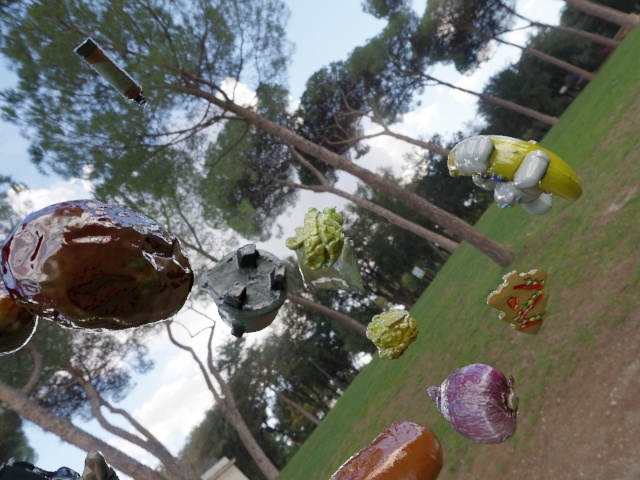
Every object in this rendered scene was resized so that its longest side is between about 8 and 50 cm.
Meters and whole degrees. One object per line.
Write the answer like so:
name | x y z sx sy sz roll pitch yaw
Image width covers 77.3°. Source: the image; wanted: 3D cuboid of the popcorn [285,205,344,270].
popcorn | 0.000 0.000 0.969 0.162 0.136 0.141 -29 -53 -33

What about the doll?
doll | 0.354 -0.118 0.744 0.252 0.238 0.110 28 -98 -80

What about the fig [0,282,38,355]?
fig | -0.662 0.178 0.807 0.150 0.201 0.148 4 -37 -34

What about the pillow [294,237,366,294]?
pillow | 0.022 0.084 1.299 0.075 0.184 0.303 -24 12 -37

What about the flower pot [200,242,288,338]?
flower pot | -0.267 0.171 1.412 0.299 0.299 0.282 -43 -15 -34

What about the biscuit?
biscuit | 0.648 0.205 1.276 0.212 0.238 0.041 -29 12 -4

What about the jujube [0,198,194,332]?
jujube | -0.443 0.066 0.854 0.276 0.277 0.377 -55 -16 -2

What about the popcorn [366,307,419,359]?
popcorn | 0.278 0.349 1.519 0.198 0.155 0.197 -32 14 9

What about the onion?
onion | 0.508 0.587 1.426 0.349 0.266 0.159 -19 -14 41

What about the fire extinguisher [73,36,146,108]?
fire extinguisher | -0.461 -0.369 0.905 0.177 0.062 0.050 47 -116 -39

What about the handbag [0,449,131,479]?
handbag | -0.274 0.411 0.482 0.118 0.326 0.268 -39 29 59

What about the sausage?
sausage | 0.122 0.439 0.743 0.259 0.133 0.133 -23 -32 -28
